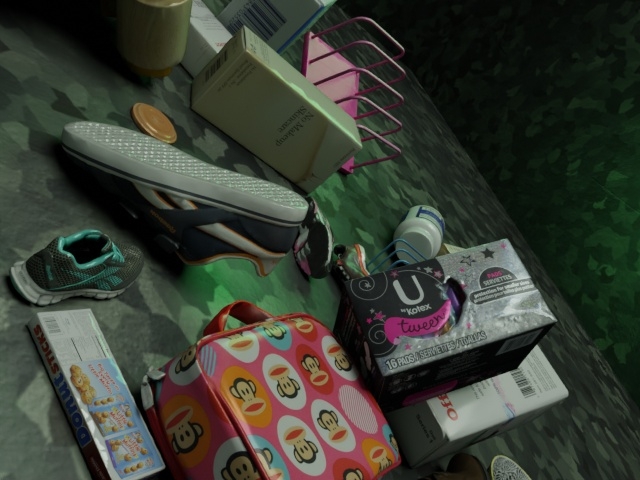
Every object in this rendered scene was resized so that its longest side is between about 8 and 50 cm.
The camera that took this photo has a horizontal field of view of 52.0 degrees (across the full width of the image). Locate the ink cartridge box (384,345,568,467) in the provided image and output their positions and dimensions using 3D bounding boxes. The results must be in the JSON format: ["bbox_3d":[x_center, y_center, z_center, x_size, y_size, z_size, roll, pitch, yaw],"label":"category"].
[{"bbox_3d":[0.225,0.215,1.053,0.278,0.117,0.201,-7,56,-34],"label":"ink cartridge box"}]

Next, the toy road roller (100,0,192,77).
[{"bbox_3d":[-0.332,-0.453,1.087,0.240,0.202,0.330,6,55,-14],"label":"toy road roller"}]

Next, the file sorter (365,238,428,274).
[{"bbox_3d":[0.150,0.094,1.232,0.104,0.118,0.170,39,25,-17],"label":"file sorter"}]

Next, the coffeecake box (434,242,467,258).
[{"bbox_3d":[0.366,0.090,1.695,0.185,0.068,0.142,11,44,-56],"label":"coffeecake box"}]

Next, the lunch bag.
[{"bbox_3d":[-0.048,0.183,0.717,0.258,0.120,0.293,58,22,16],"label":"lunch bag"}]

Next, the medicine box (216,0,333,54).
[{"bbox_3d":[-0.109,-0.512,1.500,0.149,0.263,0.289,46,23,-11],"label":"medicine box"}]

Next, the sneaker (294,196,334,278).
[{"bbox_3d":[0.000,0.000,1.167,0.077,0.072,0.178,45,26,-40],"label":"sneaker"}]

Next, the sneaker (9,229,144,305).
[{"bbox_3d":[-0.234,0.021,0.687,0.065,0.076,0.166,54,23,8],"label":"sneaker"}]

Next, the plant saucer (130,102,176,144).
[{"bbox_3d":[-0.262,-0.186,1.039,0.083,0.013,0.083,41,24,-23],"label":"plant saucer"}]

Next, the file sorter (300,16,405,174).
[{"bbox_3d":[0.082,-0.338,1.534,0.202,0.182,0.291,23,65,-47],"label":"file sorter"}]

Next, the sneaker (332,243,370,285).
[{"bbox_3d":[0.051,0.066,1.195,0.064,0.061,0.158,11,36,-16],"label":"sneaker"}]

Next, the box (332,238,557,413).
[{"bbox_3d":[0.157,0.117,0.892,0.247,0.163,0.142,-15,59,-15],"label":"box"}]

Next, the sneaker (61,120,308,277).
[{"bbox_3d":[-0.186,-0.046,0.845,0.321,0.128,0.126,21,21,-4],"label":"sneaker"}]

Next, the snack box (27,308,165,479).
[{"bbox_3d":[-0.209,0.144,0.612,0.178,0.022,0.064,58,23,18],"label":"snack box"}]

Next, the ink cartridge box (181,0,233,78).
[{"bbox_3d":[-0.260,-0.423,1.320,0.191,0.082,0.139,50,23,-2],"label":"ink cartridge box"}]

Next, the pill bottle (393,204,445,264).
[{"bbox_3d":[0.230,-0.008,1.543,0.112,0.112,0.187,49,23,-3],"label":"pill bottle"}]

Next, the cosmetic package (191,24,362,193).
[{"bbox_3d":[-0.082,-0.245,1.276,0.309,0.160,0.113,34,28,-32],"label":"cosmetic package"}]

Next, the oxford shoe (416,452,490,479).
[{"bbox_3d":[0.184,0.357,0.934,0.096,0.083,0.227,47,21,4],"label":"oxford shoe"}]

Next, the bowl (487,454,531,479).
[{"bbox_3d":[0.288,0.429,1.013,0.170,0.080,0.170,41,24,-22],"label":"bowl"}]
